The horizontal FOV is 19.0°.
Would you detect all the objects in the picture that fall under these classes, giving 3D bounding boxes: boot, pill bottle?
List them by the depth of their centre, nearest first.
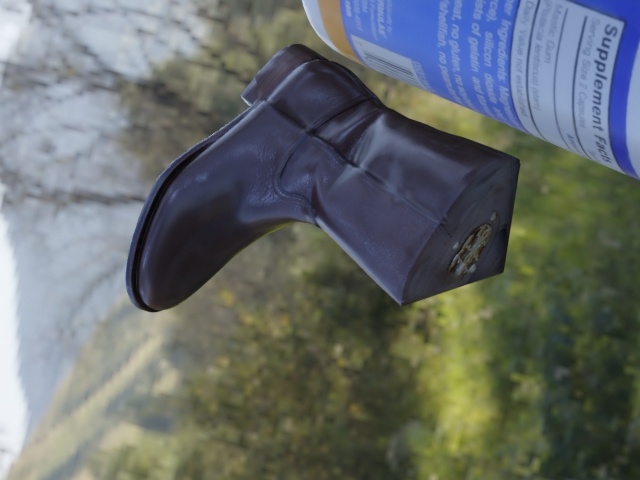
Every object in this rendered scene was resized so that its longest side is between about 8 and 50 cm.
[{"bbox_3d":[0.000,0.000,0.590,0.037,0.114,0.106,31,-86,-48],"label":"boot"},{"bbox_3d":[0.137,-0.108,0.830,0.152,0.272,0.152,-37,-40,-39],"label":"pill bottle"}]
